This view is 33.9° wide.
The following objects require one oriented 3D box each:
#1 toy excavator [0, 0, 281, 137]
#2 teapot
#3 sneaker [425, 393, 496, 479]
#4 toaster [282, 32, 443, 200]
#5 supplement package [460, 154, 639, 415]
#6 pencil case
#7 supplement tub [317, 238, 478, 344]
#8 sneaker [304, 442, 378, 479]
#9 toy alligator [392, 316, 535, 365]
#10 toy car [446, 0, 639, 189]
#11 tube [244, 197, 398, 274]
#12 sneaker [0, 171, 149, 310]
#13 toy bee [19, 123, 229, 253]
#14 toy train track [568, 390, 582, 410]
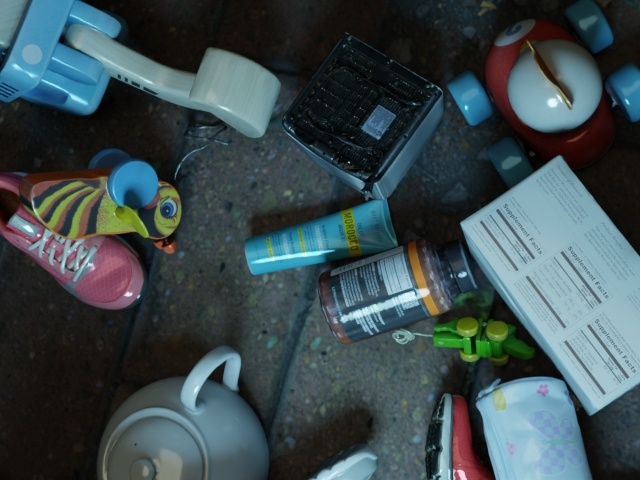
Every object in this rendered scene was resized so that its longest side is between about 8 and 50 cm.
[{"bbox_3d":[-0.322,-0.268,1.495,0.445,0.433,0.222,22,81,-26],"label":"toy excavator"},{"bbox_3d":[-0.196,0.294,1.394,0.253,0.187,0.256,-16,77,13],"label":"teapot"},{"bbox_3d":[0.204,0.330,1.337,0.118,0.107,0.279,-9,83,-4],"label":"sneaker"},{"bbox_3d":[0.056,-0.158,1.419,0.168,0.110,0.185,33,84,18],"label":"toaster"},{"bbox_3d":[0.309,0.061,1.269,0.145,0.204,0.262,-35,74,3],"label":"supplement package"},{"bbox_3d":[0.265,0.301,1.258,0.124,0.113,0.273,-2,67,-13],"label":"pencil case"},{"bbox_3d":[0.104,0.062,1.385,0.198,0.106,0.106,-19,78,12],"label":"supplement tub"},{"bbox_3d":[-0.005,0.385,1.382,0.115,0.105,0.281,40,105,9],"label":"sneaker"},{"bbox_3d":[0.192,0.122,1.383,0.190,0.056,0.051,6,40,22],"label":"toy alligator"},{"bbox_3d":[0.280,-0.202,1.302,0.219,0.238,0.210,-31,75,9],"label":"toy car"},{"bbox_3d":[0.000,0.000,1.456,0.207,0.052,0.080,-14,83,7],"label":"tube"},{"bbox_3d":[-0.391,0.002,1.517,0.314,0.136,0.116,34,93,17],"label":"sneaker"},{"bbox_3d":[-0.258,-0.046,1.468,0.298,0.195,0.162,-11,111,-9],"label":"toy bee"},{"bbox_3d":[0.328,0.189,1.350,0.048,0.014,0.083,10,85,17],"label":"toy train track"}]
